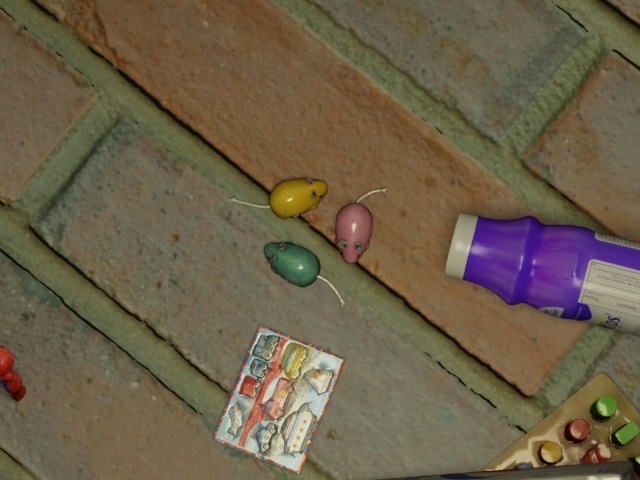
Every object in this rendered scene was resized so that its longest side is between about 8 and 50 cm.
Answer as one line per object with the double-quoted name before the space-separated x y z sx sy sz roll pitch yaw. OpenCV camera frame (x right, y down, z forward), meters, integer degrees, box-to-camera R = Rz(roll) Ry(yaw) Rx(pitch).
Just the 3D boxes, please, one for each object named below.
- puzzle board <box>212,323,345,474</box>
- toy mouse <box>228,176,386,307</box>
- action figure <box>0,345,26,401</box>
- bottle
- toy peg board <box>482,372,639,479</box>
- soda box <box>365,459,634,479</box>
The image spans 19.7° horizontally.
"puzzle board" -0.042 0.161 1.875 0.096 0.011 0.128 21 83 6
"toy mouse" 0.000 0.000 1.889 0.161 0.031 0.143 -16 80 0
"action figure" -0.351 0.179 1.857 0.091 0.139 0.280 11 103 1
"bottle" 0.266 0.037 1.827 0.283 0.118 0.092 14 82 4
"toy peg board" 0.271 0.238 1.813 0.161 0.079 0.161 -39 80 -4
"soda box" 0.159 0.273 1.768 0.286 0.091 0.098 -7 90 16
